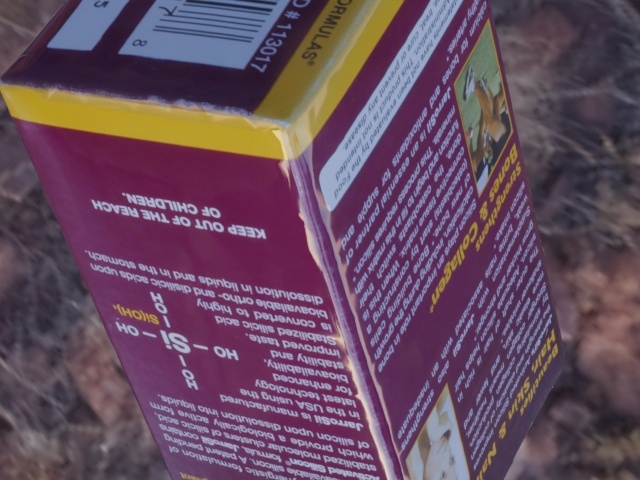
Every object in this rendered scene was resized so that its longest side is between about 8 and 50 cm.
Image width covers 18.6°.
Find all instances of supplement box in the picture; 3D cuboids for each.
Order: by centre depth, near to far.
[{"bbox_3d":[0.000,0.000,0.521,0.104,0.080,0.188,-59,146,-36],"label":"supplement box"}]
